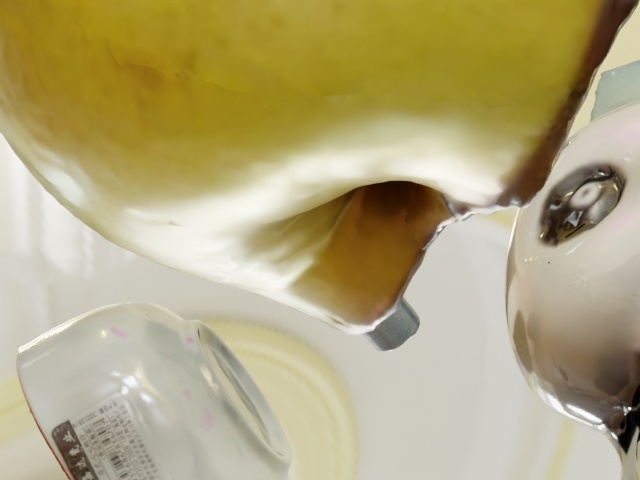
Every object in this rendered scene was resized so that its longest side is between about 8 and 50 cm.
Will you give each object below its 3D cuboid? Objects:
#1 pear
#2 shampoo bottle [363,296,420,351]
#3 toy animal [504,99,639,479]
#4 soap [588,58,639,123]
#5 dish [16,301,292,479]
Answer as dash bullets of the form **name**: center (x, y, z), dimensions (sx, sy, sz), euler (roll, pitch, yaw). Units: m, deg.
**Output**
- **pear**: center (-0.029, -0.182, 0.502), dimensions (0.340, 0.191, 0.386), euler (129, -27, -57)
- **shampoo bottle**: center (0.000, 0.000, 1.351), dimensions (0.214, 0.072, 0.072), euler (50, -21, -27)
- **toy animal**: center (0.233, 0.060, 0.977), dimensions (0.251, 0.251, 0.310), euler (102, -27, -48)
- **soap**: center (0.284, -0.057, 1.521), dimensions (0.114, 0.063, 0.198), euler (-16, -122, 44)
- **dish**: center (-0.104, 0.143, 1.319), dimensions (0.256, 0.117, 0.256), euler (55, 5, -7)
